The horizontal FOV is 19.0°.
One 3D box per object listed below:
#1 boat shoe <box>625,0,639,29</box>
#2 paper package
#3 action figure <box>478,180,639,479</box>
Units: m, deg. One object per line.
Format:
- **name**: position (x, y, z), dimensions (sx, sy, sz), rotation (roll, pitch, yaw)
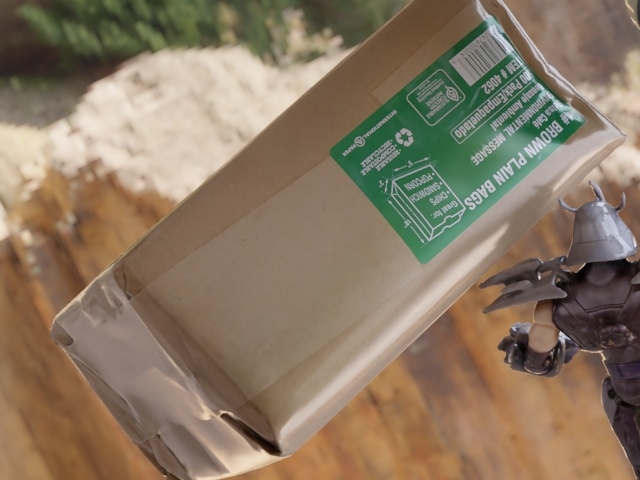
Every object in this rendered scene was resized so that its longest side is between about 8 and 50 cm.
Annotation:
- **boat shoe**: position (0.273, -0.334, 1.039), dimensions (0.156, 0.186, 0.500), rotation (62, -36, 41)
- **paper package**: position (0.000, 0.000, 1.306), dimensions (0.168, 0.325, 0.309), rotation (49, -18, -3)
- **action figure**: position (0.209, 0.090, 1.213), dimensions (0.099, 0.185, 0.285), rotation (-42, 118, -48)
